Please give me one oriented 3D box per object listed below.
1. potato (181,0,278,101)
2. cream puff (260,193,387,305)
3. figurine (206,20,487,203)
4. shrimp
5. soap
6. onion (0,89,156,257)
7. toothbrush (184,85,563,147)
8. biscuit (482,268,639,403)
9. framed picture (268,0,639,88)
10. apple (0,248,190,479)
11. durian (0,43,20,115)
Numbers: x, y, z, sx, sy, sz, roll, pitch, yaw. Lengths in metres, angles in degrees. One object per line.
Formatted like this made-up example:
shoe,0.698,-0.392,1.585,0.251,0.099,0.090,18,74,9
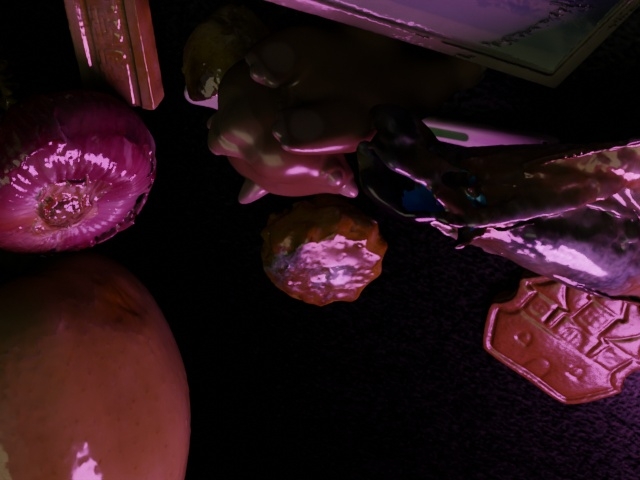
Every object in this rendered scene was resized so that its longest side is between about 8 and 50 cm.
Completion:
potato,-0.106,-0.198,1.154,0.096,0.103,0.066,-10,124,30
cream puff,0.000,0.000,1.263,0.146,0.116,0.146,-6,132,-7
figurine,0.006,-0.134,1.094,0.177,0.247,0.173,47,159,5
shrimp,0.246,-0.034,1.032,0.446,0.110,0.221,11,142,-16
soap,-0.234,-0.264,1.207,0.092,0.037,0.252,9,129,17
onion,-0.306,-0.093,1.272,0.230,0.163,0.230,-16,148,-10
toothbrush,0.048,-0.128,1.176,0.418,0.040,0.042,12,128,17
biscuit,0.290,0.098,1.243,0.182,0.034,0.215,34,133,-3
framed picture,0.144,-0.246,0.923,0.335,0.022,0.247,11,143,-28
apple,-0.380,0.216,1.396,0.474,0.473,0.473,13,130,16
durian,-0.487,-0.166,1.274,0.258,0.258,0.293,10,124,19
